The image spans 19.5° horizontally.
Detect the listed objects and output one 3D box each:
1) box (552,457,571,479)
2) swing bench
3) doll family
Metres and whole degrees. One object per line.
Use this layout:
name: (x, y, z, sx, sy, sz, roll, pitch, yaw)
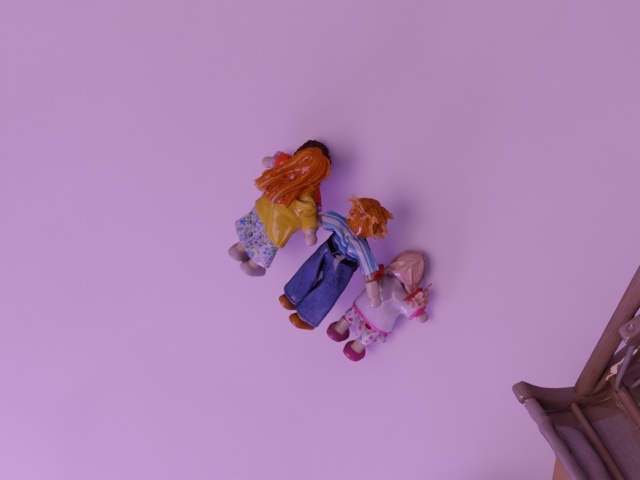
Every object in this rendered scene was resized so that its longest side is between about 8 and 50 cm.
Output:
box: (0.310, 0.293, 1.822, 0.201, 0.021, 0.164, 16, 104, 34)
swing bench: (0.345, 0.154, 1.657, 0.255, 0.165, 0.253, -53, 46, 29)
doll family: (0.000, 0.000, 1.953, 0.263, 0.118, 0.163, 48, 119, 22)
